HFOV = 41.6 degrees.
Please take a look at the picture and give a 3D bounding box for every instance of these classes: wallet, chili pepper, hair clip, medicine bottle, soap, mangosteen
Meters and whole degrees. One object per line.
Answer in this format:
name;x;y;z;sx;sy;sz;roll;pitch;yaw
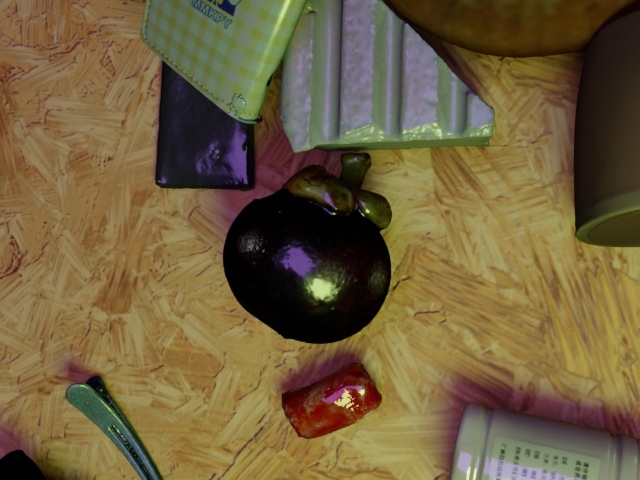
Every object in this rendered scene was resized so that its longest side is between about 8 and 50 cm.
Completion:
wallet;-0.098;-0.322;0.969;0.223;0.077;0.309;37;120;16
wallet;-0.157;-0.211;1.163;0.146;0.030;0.285;1;87;18
chili pepper;0.016;0.203;1.070;0.123;0.070;0.073;-28;63;13
hair clip;-0.259;0.284;1.149;0.039;0.070;0.229;-40;85;5
medicine bottle;0.278;0.273;0.962;0.250;0.133;0.133;8;88;14
soap;0.091;-0.252;1.033;0.258;0.159;0.302;0;88;18
mangosteen;0.000;0.000;1.023;0.211;0.211;0.249;27;83;15

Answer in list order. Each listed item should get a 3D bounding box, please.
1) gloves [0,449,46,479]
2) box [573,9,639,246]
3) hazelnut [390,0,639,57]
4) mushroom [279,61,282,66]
gloves;-0.348;0.426;1.122;0.301;0.152;0.197;27;121;1
box;0.407;-0.116;0.888;0.301;0.301;0.216;-6;79;14
hazelnut;0.242;-0.389;0.924;0.410;0.359;0.359;-5;85;7
mushroom;-0.058;-0.272;1.121;0.084;0.067;0.083;6;79;-29
